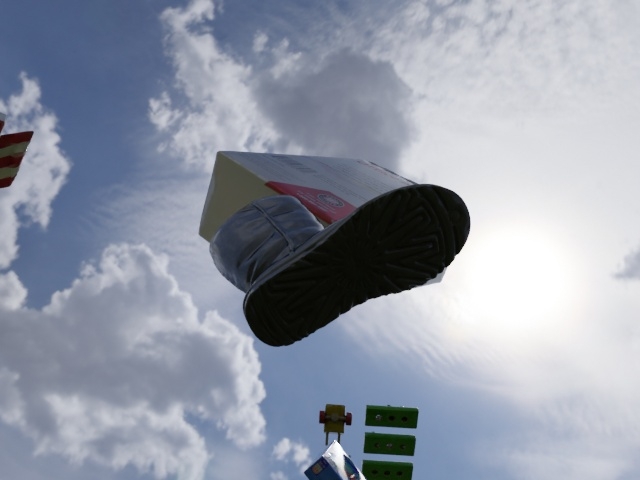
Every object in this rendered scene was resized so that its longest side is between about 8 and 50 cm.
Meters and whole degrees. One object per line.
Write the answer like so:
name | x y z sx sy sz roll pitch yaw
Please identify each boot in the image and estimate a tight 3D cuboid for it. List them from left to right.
boot | 0.000 -0.003 0.519 0.190 0.208 0.076 -23 -77 -6

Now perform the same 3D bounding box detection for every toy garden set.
toy garden set | 0.095 0.449 1.335 0.204 0.049 0.244 3 -71 0

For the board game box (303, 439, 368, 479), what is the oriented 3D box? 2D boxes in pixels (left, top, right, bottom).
board game box | 0.067 0.458 1.095 0.047 0.160 0.210 -42 -103 1

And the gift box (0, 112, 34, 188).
gift box | -0.412 -0.054 0.536 0.255 0.258 0.276 29 -84 -31

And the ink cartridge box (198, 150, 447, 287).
ink cartridge box | 0.024 -0.025 0.864 0.226 0.306 0.131 32 -67 36
